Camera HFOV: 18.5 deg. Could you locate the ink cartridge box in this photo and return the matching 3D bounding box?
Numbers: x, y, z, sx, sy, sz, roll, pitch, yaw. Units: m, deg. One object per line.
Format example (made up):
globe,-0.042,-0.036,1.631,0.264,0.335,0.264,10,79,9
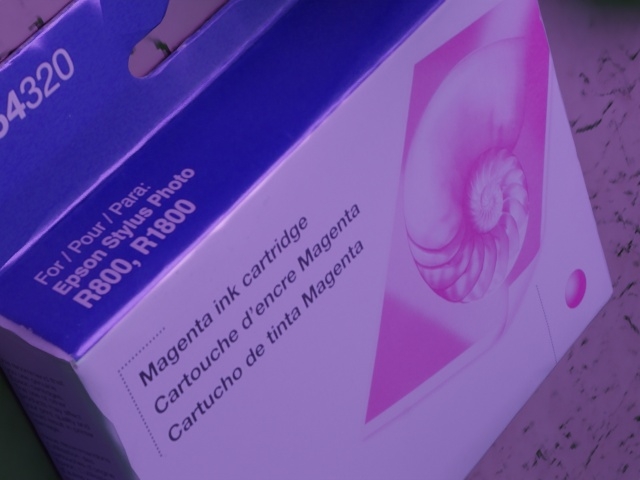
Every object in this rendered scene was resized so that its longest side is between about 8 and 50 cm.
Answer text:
ink cartridge box,0.000,0.000,0.905,0.324,0.071,0.330,-47,134,-30
